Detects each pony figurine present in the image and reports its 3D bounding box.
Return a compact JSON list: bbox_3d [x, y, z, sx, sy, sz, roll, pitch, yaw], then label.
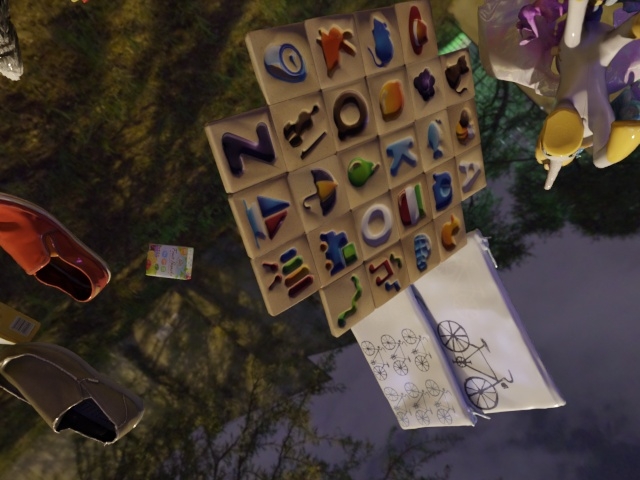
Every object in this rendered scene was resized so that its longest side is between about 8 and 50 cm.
[{"bbox_3d":[0.366,-0.253,0.591,0.363,0.302,0.351,-11,107,-68],"label":"pony figurine"}]

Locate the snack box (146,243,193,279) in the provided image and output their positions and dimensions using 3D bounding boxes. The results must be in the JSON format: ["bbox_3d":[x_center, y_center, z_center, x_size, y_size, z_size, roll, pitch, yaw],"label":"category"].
[{"bbox_3d":[-0.474,0.065,1.320,0.037,0.141,0.100,3,92,-77],"label":"snack box"}]

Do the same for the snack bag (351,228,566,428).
[{"bbox_3d":[0.208,0.183,0.758,0.342,0.323,0.037,-28,177,43],"label":"snack bag"}]

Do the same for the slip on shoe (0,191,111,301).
[{"bbox_3d":[-0.610,0.019,0.912,0.123,0.331,0.101,-31,-145,13],"label":"slip on shoe"}]

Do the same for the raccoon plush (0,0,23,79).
[{"bbox_3d":[-0.946,-0.560,1.023,0.446,0.299,0.216,125,-43,-51],"label":"raccoon plush"}]

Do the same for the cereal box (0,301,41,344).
[{"bbox_3d":[-0.624,0.121,0.718,0.240,0.173,0.047,-7,-131,30],"label":"cereal box"}]

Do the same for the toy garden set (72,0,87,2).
[{"bbox_3d":[-0.511,-0.614,0.859,0.049,0.204,0.244,-17,-142,34],"label":"toy garden set"}]

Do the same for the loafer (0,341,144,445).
[{"bbox_3d":[-0.415,0.252,0.690,0.094,0.251,0.087,-58,-168,7],"label":"loafer"}]

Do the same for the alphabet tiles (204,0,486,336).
[{"bbox_3d":[0.063,-0.079,0.431,0.342,0.285,0.011,-28,-158,-31],"label":"alphabet tiles"}]
